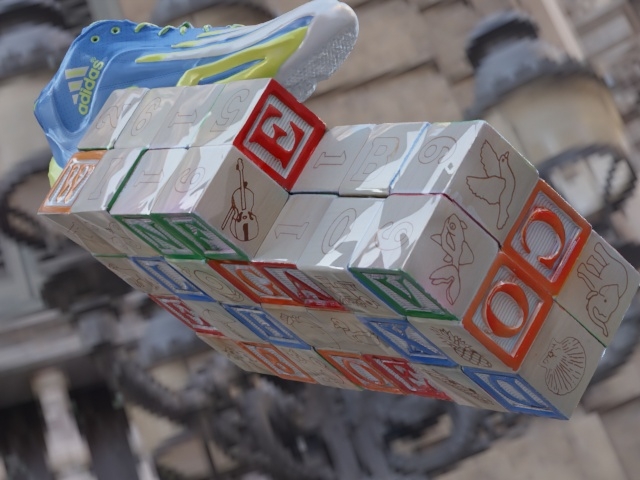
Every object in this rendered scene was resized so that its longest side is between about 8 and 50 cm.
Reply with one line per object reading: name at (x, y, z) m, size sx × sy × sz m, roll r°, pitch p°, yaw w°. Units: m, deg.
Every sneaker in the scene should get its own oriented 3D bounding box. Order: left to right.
sneaker at (-0.097, -0.117, 1.319) m, size 0.240 × 0.126 × 0.091 m, roll -34°, pitch -13°, yaw 11°

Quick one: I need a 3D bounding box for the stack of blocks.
stack of blocks at (0.000, 0.000, 1.035) m, size 0.171 × 0.087 × 0.297 m, roll 40°, pitch -20°, yaw -29°
